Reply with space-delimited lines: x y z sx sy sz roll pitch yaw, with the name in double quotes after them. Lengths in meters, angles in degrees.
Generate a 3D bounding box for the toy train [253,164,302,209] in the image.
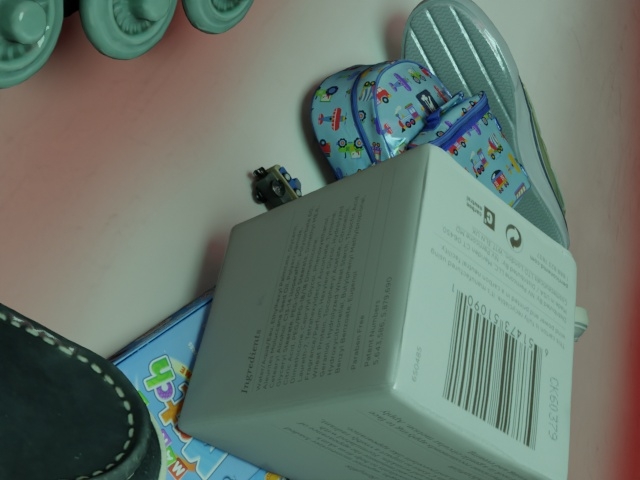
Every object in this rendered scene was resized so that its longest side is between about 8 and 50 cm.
0.000 0.000 0.699 0.158 0.027 0.036 52 42 -20 "toy train"

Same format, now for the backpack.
0.079 -0.080 0.746 0.158 0.117 0.173 -34 98 -47 "backpack"

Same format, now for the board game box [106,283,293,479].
-0.046 0.109 0.605 0.211 0.039 0.160 -36 102 -47 "board game box"

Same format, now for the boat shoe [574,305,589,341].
0.171 0.102 0.812 0.227 0.079 0.081 0 83 -40 "boat shoe"

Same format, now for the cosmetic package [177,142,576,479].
0.038 0.063 0.541 0.151 0.183 0.151 34 54 -33 "cosmetic package"

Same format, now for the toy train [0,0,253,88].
-0.140 -0.207 0.489 0.334 0.142 0.190 -32 140 -50 "toy train"

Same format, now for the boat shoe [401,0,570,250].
0.165 -0.105 0.870 0.302 0.109 0.094 64 27 -21 "boat shoe"

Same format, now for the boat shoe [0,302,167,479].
-0.249 0.011 0.309 0.500 0.156 0.187 31 22 -33 "boat shoe"
